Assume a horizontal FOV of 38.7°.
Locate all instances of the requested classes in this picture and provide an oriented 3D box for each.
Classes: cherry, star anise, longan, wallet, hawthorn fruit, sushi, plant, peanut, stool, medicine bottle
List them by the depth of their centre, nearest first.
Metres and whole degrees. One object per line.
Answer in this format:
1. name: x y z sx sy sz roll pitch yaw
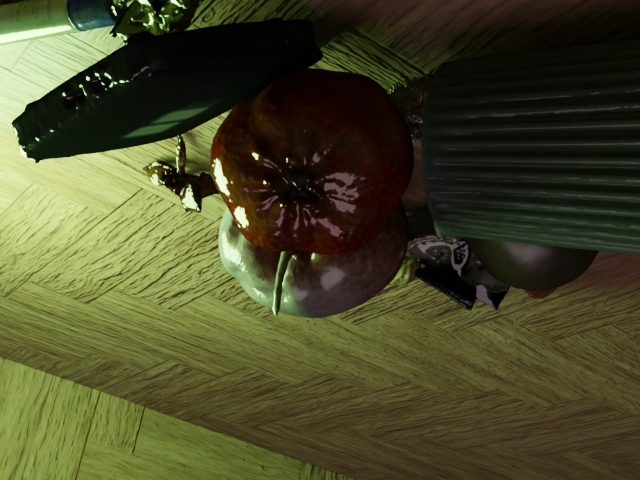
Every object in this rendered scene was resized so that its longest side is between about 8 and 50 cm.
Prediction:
1. sushi: -0.209 -0.342 1.177 0.131 0.139 0.291 29 149 -17
2. stool: 0.329 -0.127 1.252 0.330 0.297 0.297 2 151 22
3. hawthorn fruit: -0.001 -0.128 1.330 0.287 0.330 0.287 4 113 9
4. medicine bottle: -0.395 -0.328 1.335 0.230 0.059 0.059 -3 149 23
5. plant: 0.124 -0.212 1.394 0.122 0.104 0.117 29 120 21
6. longan: 0.343 -0.020 1.503 0.246 0.215 0.246 26 144 21
7. cherry: -0.013 0.002 1.585 0.326 0.291 0.335 -6 167 -7
8. star anise: -0.244 -0.138 1.656 0.158 0.144 0.140 20 -164 -4
9. sushi: 0.259 -0.003 1.690 0.273 0.134 0.109 29 135 -4
10. wallet: 0.247 0.087 1.770 0.124 0.025 0.244 31 -172 9
11. peanut: 0.114 0.055 1.857 0.192 0.089 0.089 -12 145 34

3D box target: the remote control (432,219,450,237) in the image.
1. remote control: 0.207 -0.092 1.531 0.052 0.104 0.247 2 151 16

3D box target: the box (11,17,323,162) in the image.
1. box: -0.212 -0.215 1.277 0.350 0.091 0.359 -20 -179 40

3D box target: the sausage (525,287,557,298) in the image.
1. sausage: 0.457 0.059 1.770 0.065 0.065 0.169 15 152 -10
